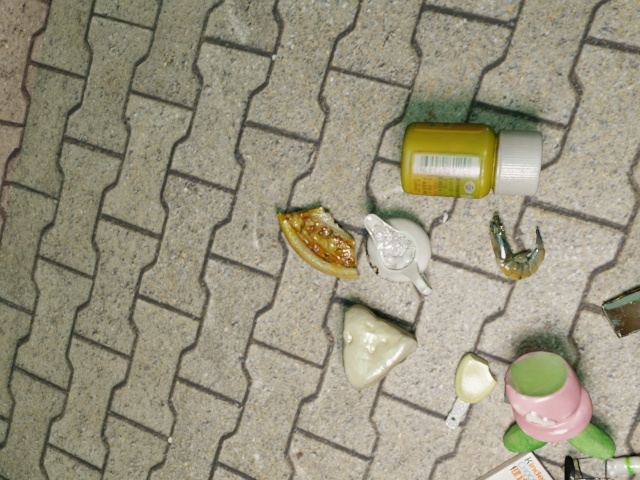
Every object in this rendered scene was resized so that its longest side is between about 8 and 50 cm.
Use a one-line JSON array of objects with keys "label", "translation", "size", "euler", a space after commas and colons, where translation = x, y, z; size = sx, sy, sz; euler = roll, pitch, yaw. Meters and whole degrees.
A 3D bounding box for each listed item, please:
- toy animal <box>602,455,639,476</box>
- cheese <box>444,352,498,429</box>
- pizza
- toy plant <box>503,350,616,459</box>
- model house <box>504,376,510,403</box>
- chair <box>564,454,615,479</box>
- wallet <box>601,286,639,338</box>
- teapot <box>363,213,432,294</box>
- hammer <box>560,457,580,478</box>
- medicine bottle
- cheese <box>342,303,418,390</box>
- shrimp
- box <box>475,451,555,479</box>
[{"label": "toy animal", "translation": [0.998, 0.624, 1.470], "size": [0.363, 0.180, 0.181], "euler": [-23, 47, 11]}, {"label": "cheese", "translation": [0.471, 0.493, 1.693], "size": [0.127, 0.050, 0.255], "euler": [25, 101, 13]}, {"label": "pizza", "translation": [0.000, 0.000, 1.794], "size": [0.365, 0.074, 0.182], "euler": [44, 112, 9]}, {"label": "toy plant", "translation": [0.642, 0.489, 1.520], "size": [0.317, 0.211, 0.356], "euler": [-11, 131, 33]}, {"label": "model house", "translation": [0.611, 0.470, 1.640], "size": [0.078, 0.066, 0.083], "euler": [0, 94, 18]}, {"label": "chair", "translation": [0.723, 0.709, 1.535], "size": [0.221, 0.140, 0.145], "euler": [-1, 97, 18]}, {"label": "wallet", "translation": [0.956, 0.188, 1.542], "size": [0.232, 0.031, 0.122], "euler": [-28, 89, 18]}, {"label": "teapot", "translation": [0.259, 0.044, 1.683], "size": [0.208, 0.166, 0.300], "euler": [-39, 71, 3]}, {"label": "hammer", "translation": [0.828, 0.756, 1.616], "size": [0.060, 0.028, 0.195], "euler": [-43, 84, 8]}, {"label": "medicine bottle", "translation": [0.443, -0.237, 1.572], "size": [0.384, 0.224, 0.224], "euler": [5, 94, 17]}, {"label": "cheese", "translation": [0.149, 0.350, 1.716], "size": [0.251, 0.173, 0.248], "euler": [36, 93, 11]}, {"label": "shrimp", "translation": [0.606, 0.013, 1.631], "size": [0.150, 0.051, 0.217], "euler": [-21, 94, 13]}, {"label": "box", "translation": [0.637, 0.836, 1.660], "size": [0.265, 0.048, 0.273], "euler": [-40, 81, 14]}]
